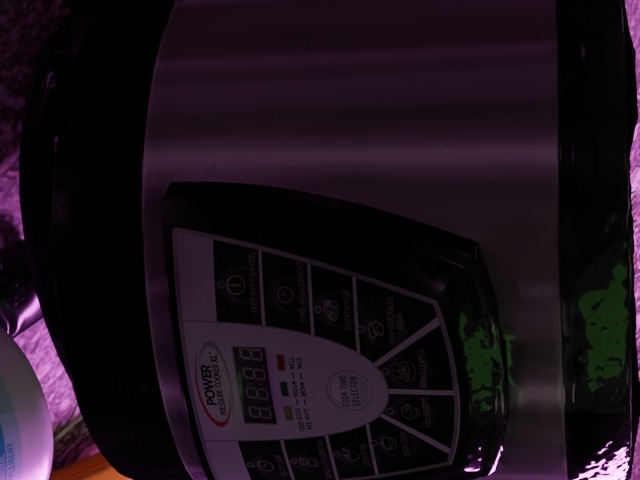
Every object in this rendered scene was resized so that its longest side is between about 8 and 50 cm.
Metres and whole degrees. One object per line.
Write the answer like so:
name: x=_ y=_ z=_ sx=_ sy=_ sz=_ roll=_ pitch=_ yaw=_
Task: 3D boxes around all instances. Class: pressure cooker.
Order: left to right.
pressure cooker: x=0.001 y=-0.001 z=0.935 sx=0.375 sy=0.420 sz=0.370 roll=62 pitch=30 yaw=-66

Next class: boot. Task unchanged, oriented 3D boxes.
boot: x=-0.234 y=0.065 z=1.025 sx=0.099 sy=0.045 sz=0.121 roll=-43 pitch=152 yaw=-35

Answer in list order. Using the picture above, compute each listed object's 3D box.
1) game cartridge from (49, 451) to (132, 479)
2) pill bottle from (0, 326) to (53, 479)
game cartridge: x=-0.210 y=0.360 z=1.200 sx=0.285 sy=0.053 sz=0.323 roll=-19 pitch=109 yaw=-43
pill bottle: x=-0.292 y=0.134 z=0.774 sx=0.264 sy=0.146 sz=0.146 roll=-18 pitch=134 yaw=-50
